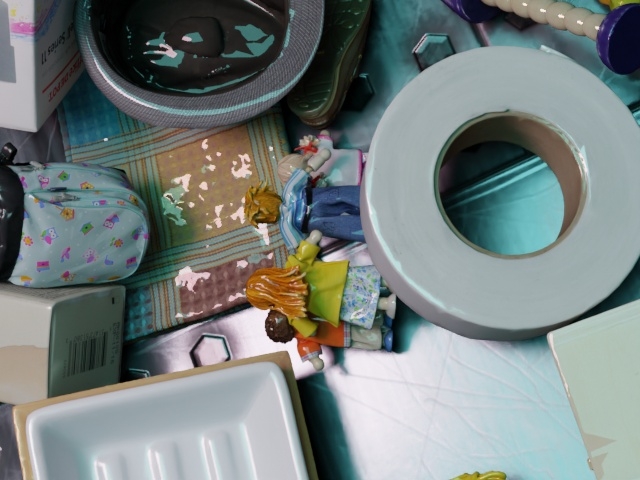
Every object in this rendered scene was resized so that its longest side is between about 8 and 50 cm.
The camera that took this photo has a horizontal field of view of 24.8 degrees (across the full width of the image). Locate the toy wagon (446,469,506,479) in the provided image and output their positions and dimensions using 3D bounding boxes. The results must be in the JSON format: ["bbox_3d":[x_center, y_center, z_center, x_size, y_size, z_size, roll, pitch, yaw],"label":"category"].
[{"bbox_3d":[0.188,0.397,1.421,0.267,0.068,0.344,-13,75,17],"label":"toy wagon"}]

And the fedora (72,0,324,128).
[{"bbox_3d":[-0.122,-0.229,1.571,0.275,0.124,0.243,-6,81,8],"label":"fedora"}]

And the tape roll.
[{"bbox_3d":[0.182,-0.046,1.439,0.286,0.100,0.286,0,78,-1],"label":"tape roll"}]

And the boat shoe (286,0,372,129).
[{"bbox_3d":[0.014,-0.204,1.599,0.064,0.060,0.178,12,71,24],"label":"boat shoe"}]

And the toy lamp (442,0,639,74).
[{"bbox_3d":[0.217,-0.239,1.482,0.275,0.080,0.080,32,92,44],"label":"toy lamp"}]

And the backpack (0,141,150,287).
[{"bbox_3d":[-0.277,-0.017,1.562,0.115,0.182,0.152,58,139,41],"label":"backpack"}]

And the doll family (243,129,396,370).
[{"bbox_3d":[0.000,0.000,1.512,0.163,0.118,0.263,4,79,2],"label":"doll family"}]

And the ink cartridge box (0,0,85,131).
[{"bbox_3d":[-0.325,-0.256,1.554,0.119,0.207,0.353,9,121,5],"label":"ink cartridge box"}]

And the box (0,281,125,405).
[{"bbox_3d":[-0.387,0.092,1.619,0.311,0.148,0.121,9,100,26],"label":"box"}]

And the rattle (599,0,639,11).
[{"bbox_3d":[0.385,-0.262,1.494,0.200,0.143,0.130,-17,107,0],"label":"rattle"}]

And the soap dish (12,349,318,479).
[{"bbox_3d":[-0.151,0.255,1.492,0.291,0.118,0.229,-11,75,-11],"label":"soap dish"}]

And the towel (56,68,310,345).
[{"bbox_3d":[-0.162,-0.089,1.651,0.271,0.040,0.370,-18,75,16],"label":"towel"}]

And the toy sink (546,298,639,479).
[{"bbox_3d":[0.315,0.185,1.370,0.131,0.153,0.234,-22,75,15],"label":"toy sink"}]
